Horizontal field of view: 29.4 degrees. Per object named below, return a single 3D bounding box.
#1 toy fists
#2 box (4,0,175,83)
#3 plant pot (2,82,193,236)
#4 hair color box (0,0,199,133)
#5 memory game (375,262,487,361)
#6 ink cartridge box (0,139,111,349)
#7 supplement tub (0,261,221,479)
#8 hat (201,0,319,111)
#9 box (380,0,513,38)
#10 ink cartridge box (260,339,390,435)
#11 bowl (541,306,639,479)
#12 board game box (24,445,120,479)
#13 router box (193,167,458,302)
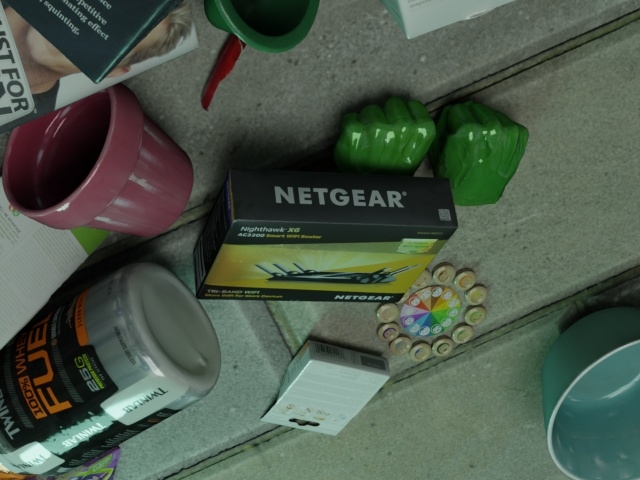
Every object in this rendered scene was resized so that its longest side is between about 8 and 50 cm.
[{"bbox_3d":[0.152,-0.129,1.684,0.279,0.096,0.142,2,138,-17],"label":"toy fists"},{"bbox_3d":[-0.176,-0.398,1.141,0.293,0.212,0.395,43,130,-11],"label":"box"},{"bbox_3d":[-0.266,-0.094,1.538,0.201,0.201,0.180,-46,139,15],"label":"plant pot"},{"bbox_3d":[-0.323,-0.246,1.390,0.347,0.105,0.173,-29,130,-23],"label":"hair color box"},{"bbox_3d":[0.174,0.113,1.903,0.186,0.012,0.186,-7,125,-11],"label":"memory game"},{"bbox_3d":[-0.427,0.004,1.615,0.255,0.097,0.188,-49,130,-24],"label":"ink cartridge box"},{"bbox_3d":[-0.322,0.189,1.669,0.338,0.207,0.207,-31,127,20],"label":"supplement tub"},{"bbox_3d":[-0.123,-0.302,1.532,0.173,0.184,0.208,29,70,-37],"label":"hat"},{"bbox_3d":[0.151,-0.354,1.478,0.181,0.182,0.119,-21,124,-3],"label":"box"},{"bbox_3d":[0.006,0.236,1.931,0.145,0.045,0.179,15,136,-25],"label":"ink cartridge box"},{"bbox_3d":[0.485,0.228,1.977,0.312,0.163,0.311,-7,125,-11],"label":"bowl"},{"bbox_3d":[-0.453,0.430,1.779,0.347,0.056,0.208,-26,152,-42],"label":"board game box"},{"bbox_3d":[0.000,0.000,1.669,0.309,0.081,0.243,1,152,-17],"label":"router box"}]
